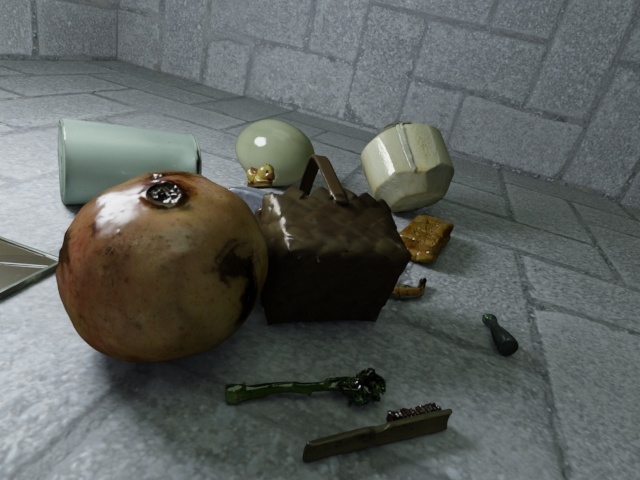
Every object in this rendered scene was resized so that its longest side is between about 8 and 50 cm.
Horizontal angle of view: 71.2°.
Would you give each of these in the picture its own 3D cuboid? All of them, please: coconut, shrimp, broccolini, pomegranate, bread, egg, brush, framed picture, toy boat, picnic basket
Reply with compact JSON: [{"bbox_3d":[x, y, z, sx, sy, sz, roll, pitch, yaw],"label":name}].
[{"bbox_3d":[0.290,-0.258,1.523,0.323,0.322,0.323,11,25,-5],"label":"coconut"},{"bbox_3d":[0.187,0.080,1.104,0.148,0.035,0.195,4,33,-14],"label":"shrimp"},{"bbox_3d":[-0.018,0.239,0.695,0.255,0.071,0.057,-2,70,-17],"label":"broccolini"},{"bbox_3d":[-0.235,0.037,0.710,0.322,0.322,0.322,11,25,-5],"label":"pomegranate"},{"bbox_3d":[0.300,-0.012,1.308,0.139,0.077,0.271,19,24,19],"label":"bread"},{"bbox_3d":[-0.152,-0.293,1.499,0.269,0.219,0.219,7,26,-3],"label":"egg"},{"bbox_3d":[0.086,0.275,0.649,0.248,0.043,0.036,-1,22,-27],"label":"brush"},{"bbox_3d":[-0.607,0.039,0.818,0.203,0.015,0.150,17,25,9],"label":"framed picture"},{"bbox_3d":[-0.182,-0.097,1.236,0.276,0.111,0.293,10,13,-6],"label":"toy boat"},{"bbox_3d":[0.000,0.000,0.921,0.291,0.254,0.321,3,38,-22],"label":"picnic basket"}]

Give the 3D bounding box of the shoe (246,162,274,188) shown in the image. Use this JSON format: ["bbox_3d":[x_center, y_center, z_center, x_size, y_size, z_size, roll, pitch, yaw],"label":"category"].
[{"bbox_3d":[-0.176,-0.182,1.272,0.072,0.069,0.109,1,-3,-22],"label":"shoe"}]

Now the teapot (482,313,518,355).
[{"bbox_3d":[0.382,0.197,0.960,0.043,0.042,0.110,11,23,-6],"label":"teapot"}]

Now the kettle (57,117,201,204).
[{"bbox_3d":[-0.500,-0.180,1.165,0.318,0.265,0.205,-4,62,-33],"label":"kettle"}]
